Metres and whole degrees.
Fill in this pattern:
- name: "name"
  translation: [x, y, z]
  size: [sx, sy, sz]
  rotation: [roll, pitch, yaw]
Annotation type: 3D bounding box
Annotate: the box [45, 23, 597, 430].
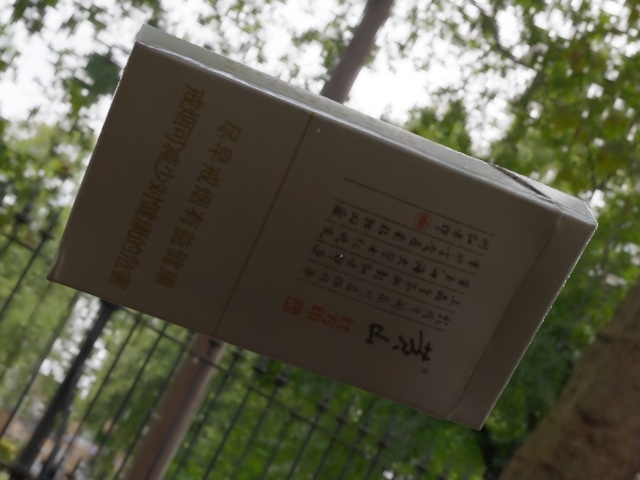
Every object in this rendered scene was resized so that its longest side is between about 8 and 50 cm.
- name: "box"
  translation: [0.001, 0.000, 0.952]
  size: [0.365, 0.205, 0.051]
  rotation: [21, 22, -11]
